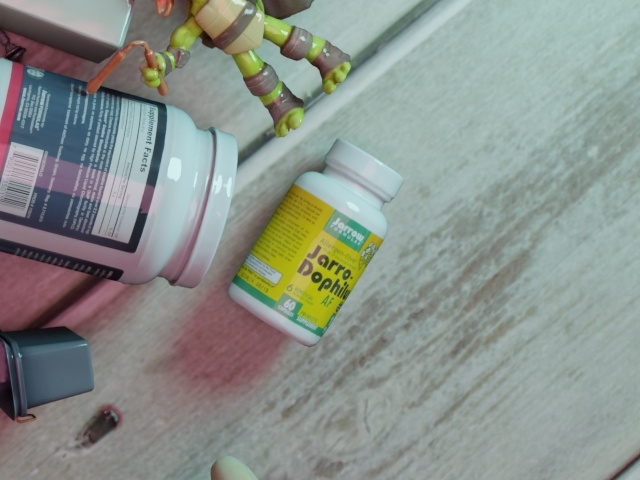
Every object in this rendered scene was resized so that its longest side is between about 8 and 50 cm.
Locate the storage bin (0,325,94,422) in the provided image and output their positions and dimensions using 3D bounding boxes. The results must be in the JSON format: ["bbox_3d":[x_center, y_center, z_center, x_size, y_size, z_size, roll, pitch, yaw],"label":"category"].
[{"bbox_3d":[-0.294,0.137,1.766,0.091,0.135,0.098,-9,99,-20],"label":"storage bin"}]

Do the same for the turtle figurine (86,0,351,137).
[{"bbox_3d":[-0.090,-0.204,1.684,0.217,0.087,0.269,41,93,-23],"label":"turtle figurine"}]

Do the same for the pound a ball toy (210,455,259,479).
[{"bbox_3d":[-0.211,0.336,1.785,0.319,0.136,0.208,-19,136,-9],"label":"pound a ball toy"}]

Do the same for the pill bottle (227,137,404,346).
[{"bbox_3d":[0.000,0.000,1.809,0.117,0.117,0.208,33,90,-14],"label":"pill bottle"}]

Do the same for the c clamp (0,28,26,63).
[{"bbox_3d":[-0.368,-0.226,1.754,0.137,0.022,0.161,-33,102,-6],"label":"c clamp"}]

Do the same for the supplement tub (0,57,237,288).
[{"bbox_3d":[-0.239,-0.064,1.713,0.272,0.191,0.191,15,94,-15],"label":"supplement tub"}]

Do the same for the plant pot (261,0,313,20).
[{"bbox_3d":[-0.049,-0.325,1.742,0.167,0.167,0.165,-29,109,-6],"label":"plant pot"}]

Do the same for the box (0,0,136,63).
[{"bbox_3d":[-0.327,-0.273,1.696,0.275,0.113,0.094,19,82,-19],"label":"box"}]
